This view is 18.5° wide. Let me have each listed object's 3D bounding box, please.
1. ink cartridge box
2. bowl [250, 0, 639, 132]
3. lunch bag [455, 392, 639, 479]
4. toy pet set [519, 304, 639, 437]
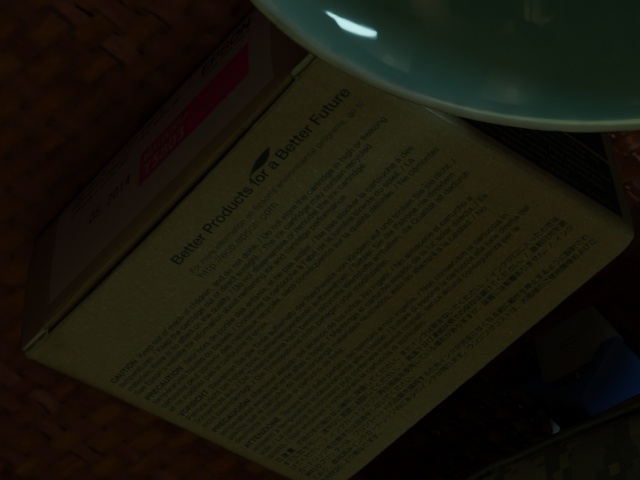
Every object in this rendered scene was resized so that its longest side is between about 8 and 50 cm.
[{"bbox_3d":[0.000,0.000,0.953,0.193,0.088,0.234,30,125,-27],"label":"ink cartridge box"},{"bbox_3d":[0.105,-0.199,0.704,0.311,0.163,0.311,0,144,0],"label":"bowl"},{"bbox_3d":[0.172,0.237,1.018,0.212,0.256,0.305,9,151,-45],"label":"lunch bag"},{"bbox_3d":[0.171,0.089,1.066,0.122,0.065,0.114,-31,128,21],"label":"toy pet set"}]
